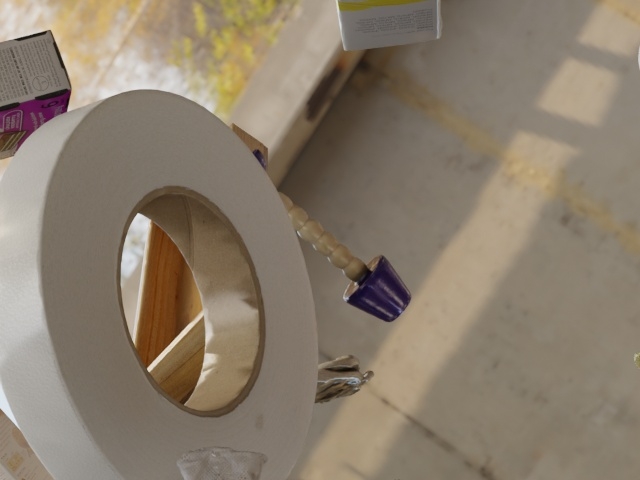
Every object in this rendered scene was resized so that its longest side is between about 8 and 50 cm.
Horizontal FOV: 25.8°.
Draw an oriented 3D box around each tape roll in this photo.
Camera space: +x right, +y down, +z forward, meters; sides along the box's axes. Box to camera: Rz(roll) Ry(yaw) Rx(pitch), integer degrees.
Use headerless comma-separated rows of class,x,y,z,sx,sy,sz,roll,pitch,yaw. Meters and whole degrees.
tape roll,-0.134,0.061,1.239,0.072,0.392,0.392,-14,158,31

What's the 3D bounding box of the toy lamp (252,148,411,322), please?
toy lamp,0.000,0.000,1.765,0.274,0.080,0.080,41,-174,-7

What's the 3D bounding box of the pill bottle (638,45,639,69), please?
pill bottle,0.462,-0.135,1.427,0.408,0.229,0.229,65,175,-21

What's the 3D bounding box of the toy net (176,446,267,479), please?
toy net,-0.028,0.230,1.042,0.232,0.045,0.122,23,-140,32

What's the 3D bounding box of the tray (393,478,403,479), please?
tray,0.037,0.337,1.107,0.145,0.270,0.030,38,170,2

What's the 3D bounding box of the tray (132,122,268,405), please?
tray,-0.155,0.032,1.848,0.076,0.203,0.411,34,-153,-23

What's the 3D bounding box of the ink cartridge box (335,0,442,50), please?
ink cartridge box,0.081,-0.479,2.007,0.160,0.279,0.385,-7,162,3

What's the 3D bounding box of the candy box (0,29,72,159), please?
candy box,-0.370,-0.119,1.375,0.159,0.233,0.071,131,119,-69

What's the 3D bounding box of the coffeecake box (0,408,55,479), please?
coffeecake box,-0.368,0.287,1.656,0.185,0.068,0.142,49,-177,-4

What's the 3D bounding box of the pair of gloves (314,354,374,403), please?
pair of gloves,-0.065,0.194,1.602,0.204,0.240,0.042,4,-123,-57

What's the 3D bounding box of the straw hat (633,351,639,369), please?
straw hat,0.297,0.098,1.170,0.061,0.144,0.144,33,-173,1
